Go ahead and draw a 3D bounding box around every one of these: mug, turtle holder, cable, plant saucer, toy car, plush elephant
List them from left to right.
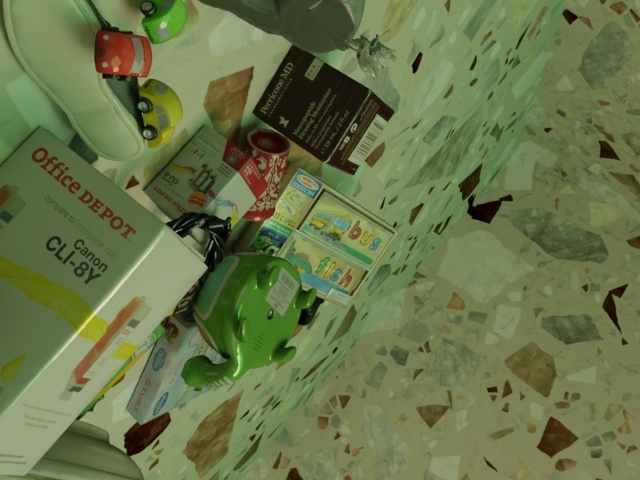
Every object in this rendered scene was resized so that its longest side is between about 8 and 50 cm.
[{"bbox_3d":[-0.473,0.353,1.076,0.400,0.400,0.101,82,16,-62],"label":"plant saucer"},{"bbox_3d":[-0.222,-0.268,0.877,0.239,0.053,0.225,80,17,-70],"label":"toy car"},{"bbox_3d":[-0.237,0.022,1.134,0.150,0.047,0.184,-11,148,-39],"label":"cable"},{"bbox_3d":[-0.179,0.182,1.482,0.243,0.227,0.320,4,97,-53],"label":"turtle holder"},{"bbox_3d":[-0.127,-0.151,1.352,0.150,0.113,0.169,-81,-170,-49],"label":"mug"},{"bbox_3d":[0.008,-0.444,1.013,0.271,0.256,0.330,-22,142,38],"label":"plush elephant"}]

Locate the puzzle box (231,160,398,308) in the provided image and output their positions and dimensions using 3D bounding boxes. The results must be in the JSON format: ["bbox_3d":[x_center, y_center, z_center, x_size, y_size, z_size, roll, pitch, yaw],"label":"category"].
[{"bbox_3d":[0.000,0.000,1.672,0.409,0.052,0.272,28,98,-40],"label":"puzzle box"}]

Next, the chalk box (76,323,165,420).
[{"bbox_3d":[-0.399,0.134,1.104,0.289,0.179,0.180,-47,159,-18],"label":"chalk box"}]

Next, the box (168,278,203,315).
[{"bbox_3d":[-0.355,0.122,1.355,0.232,0.058,0.087,-12,136,-60],"label":"box"}]

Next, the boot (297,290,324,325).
[{"bbox_3d":[-0.016,0.070,1.836,0.260,0.131,0.348,-46,146,-28],"label":"boot"}]

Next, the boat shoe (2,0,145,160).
[{"bbox_3d":[-0.315,-0.243,0.855,0.319,0.116,0.099,78,8,-55],"label":"boat shoe"}]

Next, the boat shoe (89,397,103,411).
[{"bbox_3d":[-0.477,0.278,1.287,0.079,0.095,0.255,-38,156,-32],"label":"boat shoe"}]

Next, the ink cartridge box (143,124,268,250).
[{"bbox_3d":[-0.213,-0.097,1.212,0.176,0.128,0.127,-50,159,-10],"label":"ink cartridge box"}]

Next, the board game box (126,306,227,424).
[{"bbox_3d":[-0.325,0.298,1.689,0.318,0.066,0.319,-13,136,-60],"label":"board game box"}]

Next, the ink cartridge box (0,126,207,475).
[{"bbox_3d":[-0.395,0.076,0.883,0.385,0.279,0.160,-50,158,-11],"label":"ink cartridge box"}]

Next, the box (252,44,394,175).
[{"bbox_3d":[0.010,-0.264,1.324,0.168,0.203,0.167,-58,159,10],"label":"box"}]
